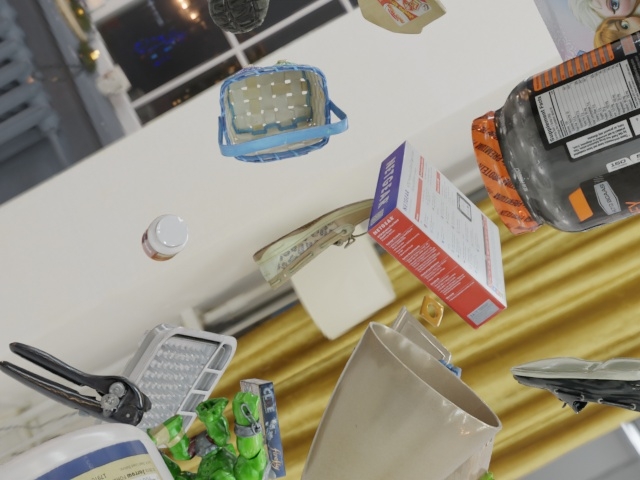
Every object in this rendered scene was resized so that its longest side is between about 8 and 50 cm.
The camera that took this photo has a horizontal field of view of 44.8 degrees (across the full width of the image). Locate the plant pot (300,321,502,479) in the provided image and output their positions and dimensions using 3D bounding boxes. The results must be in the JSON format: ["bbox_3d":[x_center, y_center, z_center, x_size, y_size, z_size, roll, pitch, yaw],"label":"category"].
[{"bbox_3d":[0.100,0.315,1.222,0.256,0.274,0.256,36,6,-5],"label":"plant pot"}]

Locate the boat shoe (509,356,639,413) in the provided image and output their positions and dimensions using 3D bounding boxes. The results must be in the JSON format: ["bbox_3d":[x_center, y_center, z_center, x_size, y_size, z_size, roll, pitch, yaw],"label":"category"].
[{"bbox_3d":[0.559,0.314,1.659,0.127,0.340,0.113,-15,94,-44],"label":"boat shoe"}]

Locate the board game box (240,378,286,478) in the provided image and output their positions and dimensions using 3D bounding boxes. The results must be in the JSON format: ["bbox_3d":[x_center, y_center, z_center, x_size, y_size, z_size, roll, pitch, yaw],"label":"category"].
[{"bbox_3d":[-0.155,0.493,2.057,0.165,0.042,0.243,167,-84,-66],"label":"board game box"}]

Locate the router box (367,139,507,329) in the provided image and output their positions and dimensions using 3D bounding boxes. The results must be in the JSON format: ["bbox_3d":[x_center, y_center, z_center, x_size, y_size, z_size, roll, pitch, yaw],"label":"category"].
[{"bbox_3d":[0.245,-0.023,1.598,0.301,0.082,0.335,41,27,-13],"label":"router box"}]

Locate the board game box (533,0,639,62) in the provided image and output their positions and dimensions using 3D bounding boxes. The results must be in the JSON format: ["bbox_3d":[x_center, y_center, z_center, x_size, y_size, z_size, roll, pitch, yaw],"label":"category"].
[{"bbox_3d":[0.514,-0.376,1.230,0.318,0.066,0.319,-11,-63,51],"label":"board game box"}]

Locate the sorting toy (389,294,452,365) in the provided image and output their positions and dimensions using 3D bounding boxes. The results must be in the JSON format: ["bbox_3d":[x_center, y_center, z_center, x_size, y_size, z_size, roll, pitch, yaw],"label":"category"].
[{"bbox_3d":[0.217,0.282,1.856,0.196,0.047,0.348,47,49,-12],"label":"sorting toy"}]

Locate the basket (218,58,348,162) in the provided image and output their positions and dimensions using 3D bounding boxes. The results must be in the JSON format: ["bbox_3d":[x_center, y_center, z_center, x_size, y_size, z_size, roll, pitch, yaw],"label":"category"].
[{"bbox_3d":[-0.095,-0.255,1.593,0.289,0.255,0.201,-114,-165,-56],"label":"basket"}]

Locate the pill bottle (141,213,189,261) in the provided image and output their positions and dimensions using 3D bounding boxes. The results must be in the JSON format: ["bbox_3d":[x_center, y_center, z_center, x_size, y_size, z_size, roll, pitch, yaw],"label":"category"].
[{"bbox_3d":[-0.325,-0.008,1.632,0.086,0.086,0.152,61,-24,-1],"label":"pill bottle"}]

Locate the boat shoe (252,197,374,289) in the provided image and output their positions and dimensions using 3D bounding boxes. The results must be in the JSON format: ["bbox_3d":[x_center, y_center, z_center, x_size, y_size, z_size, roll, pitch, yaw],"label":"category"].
[{"bbox_3d":[0.000,0.000,1.621,0.089,0.285,0.104,62,-7,-2],"label":"boat shoe"}]

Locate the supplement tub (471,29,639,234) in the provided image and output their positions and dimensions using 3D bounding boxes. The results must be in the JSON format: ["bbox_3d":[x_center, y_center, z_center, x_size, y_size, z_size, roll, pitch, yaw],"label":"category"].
[{"bbox_3d":[0.368,-0.135,0.928,0.207,0.338,0.207,43,36,-43],"label":"supplement tub"}]

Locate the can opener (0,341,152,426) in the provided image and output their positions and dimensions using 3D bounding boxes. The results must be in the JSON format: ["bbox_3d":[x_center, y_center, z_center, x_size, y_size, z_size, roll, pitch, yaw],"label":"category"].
[{"bbox_3d":[-0.290,0.172,0.911,0.073,0.186,0.059,112,-3,-59],"label":"can opener"}]

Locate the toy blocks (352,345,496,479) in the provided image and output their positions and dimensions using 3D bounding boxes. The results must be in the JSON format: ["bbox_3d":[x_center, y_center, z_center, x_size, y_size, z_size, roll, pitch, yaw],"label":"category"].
[{"bbox_3d":[0.195,0.344,1.529,0.381,0.191,0.261,25,-56,34],"label":"toy blocks"}]

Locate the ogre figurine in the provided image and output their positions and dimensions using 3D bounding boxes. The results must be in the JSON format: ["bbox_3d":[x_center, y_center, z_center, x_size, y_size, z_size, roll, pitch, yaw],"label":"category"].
[{"bbox_3d":[-0.134,0.258,0.933,0.118,0.197,0.097,59,6,-10],"label":"ogre figurine"}]

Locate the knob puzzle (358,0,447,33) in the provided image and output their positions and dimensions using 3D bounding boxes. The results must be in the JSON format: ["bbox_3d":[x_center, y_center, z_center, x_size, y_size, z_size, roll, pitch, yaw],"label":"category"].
[{"bbox_3d":[0.159,-0.525,1.674,0.213,0.030,0.213,24,-28,14],"label":"knob puzzle"}]

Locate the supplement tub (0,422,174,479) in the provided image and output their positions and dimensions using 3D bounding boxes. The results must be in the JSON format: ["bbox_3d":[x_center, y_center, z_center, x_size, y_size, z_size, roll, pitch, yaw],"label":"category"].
[{"bbox_3d":[-0.188,0.352,0.695,0.316,0.228,0.228,54,-1,22],"label":"supplement tub"}]

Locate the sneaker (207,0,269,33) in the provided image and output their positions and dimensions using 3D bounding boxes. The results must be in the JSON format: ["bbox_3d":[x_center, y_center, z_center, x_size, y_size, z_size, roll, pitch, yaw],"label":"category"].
[{"bbox_3d":[-0.153,-0.433,1.199,0.267,0.101,0.106,62,9,-60],"label":"sneaker"}]

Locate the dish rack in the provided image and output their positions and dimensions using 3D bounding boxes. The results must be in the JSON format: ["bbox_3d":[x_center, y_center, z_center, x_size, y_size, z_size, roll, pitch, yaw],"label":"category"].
[{"bbox_3d":[-0.327,0.297,1.621,0.072,0.285,0.333,32,-1,22],"label":"dish rack"}]
